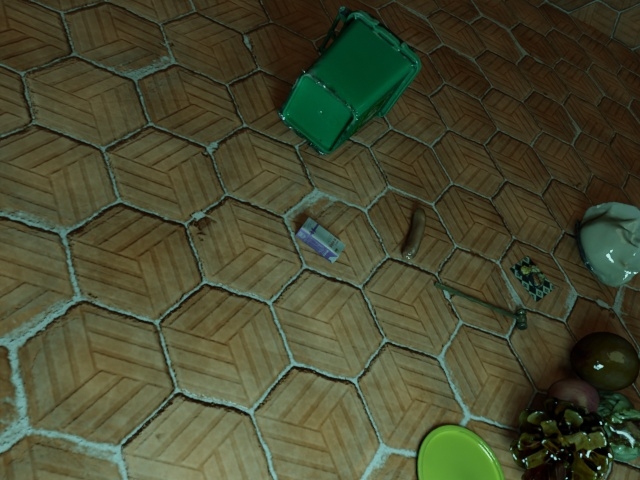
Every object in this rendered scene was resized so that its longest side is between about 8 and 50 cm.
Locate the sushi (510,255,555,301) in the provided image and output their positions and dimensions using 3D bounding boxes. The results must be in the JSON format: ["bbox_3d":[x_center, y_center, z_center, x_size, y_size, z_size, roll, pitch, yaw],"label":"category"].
[{"bbox_3d":[0.634,0.107,1.757,0.120,0.026,0.126,-25,73,-41],"label":"sushi"}]

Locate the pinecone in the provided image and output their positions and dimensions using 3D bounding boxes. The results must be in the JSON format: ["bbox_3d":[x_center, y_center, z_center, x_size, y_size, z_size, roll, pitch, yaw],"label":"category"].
[{"bbox_3d":[0.515,0.452,1.297,0.201,0.229,0.202,-16,62,-47],"label":"pinecone"}]

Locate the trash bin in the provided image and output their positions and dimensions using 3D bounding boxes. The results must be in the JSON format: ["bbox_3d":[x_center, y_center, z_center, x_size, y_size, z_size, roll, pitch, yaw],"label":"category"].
[{"bbox_3d":[0.066,-0.450,1.673,0.295,0.259,0.381,39,50,0],"label":"trash bin"}]

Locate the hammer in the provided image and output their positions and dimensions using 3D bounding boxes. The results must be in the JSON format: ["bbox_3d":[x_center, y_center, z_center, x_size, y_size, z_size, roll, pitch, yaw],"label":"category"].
[{"bbox_3d":[0.431,0.166,1.598,0.292,0.029,0.058,23,47,-13],"label":"hammer"}]

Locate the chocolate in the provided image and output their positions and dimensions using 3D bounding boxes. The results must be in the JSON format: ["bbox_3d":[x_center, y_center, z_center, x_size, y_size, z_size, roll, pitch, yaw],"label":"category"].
[{"bbox_3d":[0.750,0.316,1.586,0.176,0.177,0.177,16,51,-20],"label":"chocolate"}]

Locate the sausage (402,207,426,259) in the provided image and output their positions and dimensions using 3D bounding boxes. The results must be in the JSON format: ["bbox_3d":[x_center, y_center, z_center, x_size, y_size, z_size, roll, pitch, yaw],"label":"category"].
[{"bbox_3d":[0.257,-0.017,1.614,0.043,0.043,0.186,31,48,-8],"label":"sausage"}]

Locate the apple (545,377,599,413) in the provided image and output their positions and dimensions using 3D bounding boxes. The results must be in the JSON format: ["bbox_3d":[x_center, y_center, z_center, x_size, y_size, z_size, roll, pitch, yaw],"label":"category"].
[{"bbox_3d":[0.607,0.407,1.445,0.120,0.153,0.153,11,41,25],"label":"apple"}]

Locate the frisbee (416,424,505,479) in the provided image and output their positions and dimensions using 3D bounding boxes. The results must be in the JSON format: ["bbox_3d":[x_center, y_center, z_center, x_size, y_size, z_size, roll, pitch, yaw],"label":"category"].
[{"bbox_3d":[0.303,0.513,1.273,0.235,0.017,0.236,16,51,-20],"label":"frisbee"}]

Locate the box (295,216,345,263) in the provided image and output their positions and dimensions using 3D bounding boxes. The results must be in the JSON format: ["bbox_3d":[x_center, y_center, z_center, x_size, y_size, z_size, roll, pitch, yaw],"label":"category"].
[{"bbox_3d":[0.000,0.000,1.453,0.117,0.036,0.051,39,47,-2],"label":"box"}]

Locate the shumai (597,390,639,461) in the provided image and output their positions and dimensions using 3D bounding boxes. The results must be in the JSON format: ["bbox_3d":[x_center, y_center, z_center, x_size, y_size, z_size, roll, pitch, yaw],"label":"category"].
[{"bbox_3d":[0.765,0.452,1.507,0.184,0.142,0.184,14,55,-22],"label":"shumai"}]

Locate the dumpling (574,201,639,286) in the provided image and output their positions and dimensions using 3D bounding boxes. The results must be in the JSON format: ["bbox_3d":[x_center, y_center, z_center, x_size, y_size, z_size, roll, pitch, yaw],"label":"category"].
[{"bbox_3d":[0.911,-0.001,1.881,0.163,0.204,0.293,7,63,-13],"label":"dumpling"}]
